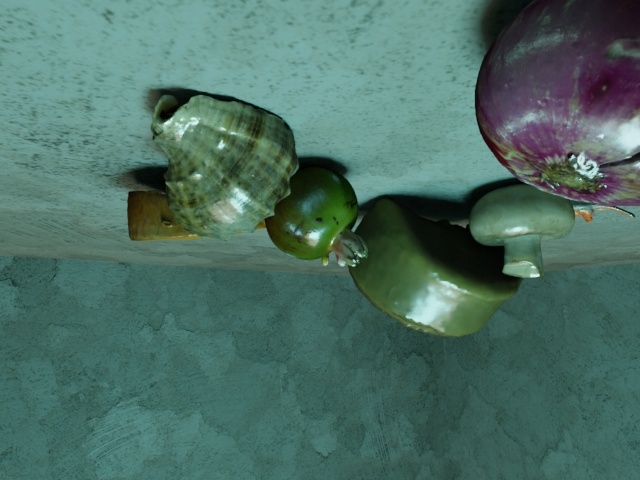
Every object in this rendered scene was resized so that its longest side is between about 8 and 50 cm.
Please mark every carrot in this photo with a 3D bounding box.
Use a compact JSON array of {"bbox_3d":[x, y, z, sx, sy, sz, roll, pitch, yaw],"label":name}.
[{"bbox_3d":[-0.231,-0.054,0.872,0.307,0.100,0.258,-4,-174,-27],"label":"carrot"}]

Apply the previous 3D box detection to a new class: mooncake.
[{"bbox_3d":[0.273,0.045,1.045,0.394,0.246,0.393,32,-147,9],"label":"mooncake"}]

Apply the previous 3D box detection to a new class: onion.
[{"bbox_3d":[0.233,-0.126,0.379,0.200,0.201,0.207,-9,179,42],"label":"onion"}]

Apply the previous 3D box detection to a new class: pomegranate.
[{"bbox_3d":[0.001,-0.033,0.771,0.180,0.210,0.180,-42,166,-13],"label":"pomegranate"}]

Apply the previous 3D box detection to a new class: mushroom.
[{"bbox_3d":[0.420,-0.017,0.883,0.204,0.204,0.204,0,170,0],"label":"mushroom"}]

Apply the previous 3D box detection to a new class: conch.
[{"bbox_3d":[-0.142,-0.083,0.632,0.210,0.159,0.291,-1,169,9],"label":"conch"}]

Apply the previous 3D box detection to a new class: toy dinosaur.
[{"bbox_3d":[0.572,-0.072,0.996,0.279,0.055,0.101,-3,160,24],"label":"toy dinosaur"}]

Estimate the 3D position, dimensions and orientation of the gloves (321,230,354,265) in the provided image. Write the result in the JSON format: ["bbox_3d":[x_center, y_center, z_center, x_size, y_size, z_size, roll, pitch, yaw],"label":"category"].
[{"bbox_3d":[0.001,-0.010,1.158,0.241,0.126,0.145,2,146,7],"label":"gloves"}]
